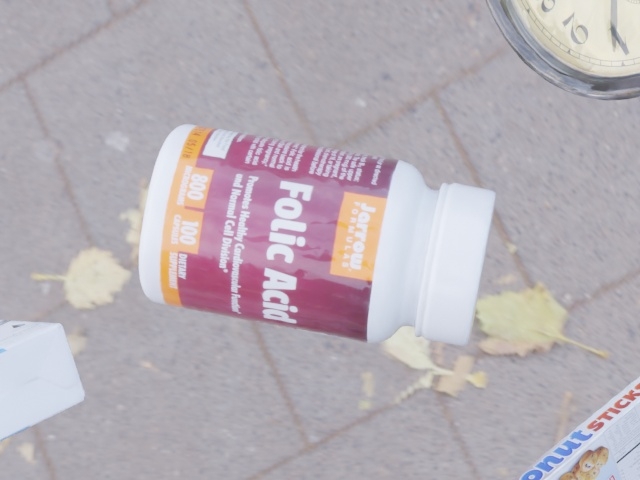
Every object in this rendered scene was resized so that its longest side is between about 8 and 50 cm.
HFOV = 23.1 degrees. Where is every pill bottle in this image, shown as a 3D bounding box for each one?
[{"bbox_3d":[0.000,0.000,1.863,0.392,0.224,0.224,10,84,7],"label":"pill bottle"}]

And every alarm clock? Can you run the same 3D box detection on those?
[{"bbox_3d":[0.134,-0.106,0.616,0.129,0.064,0.192,-41,68,45],"label":"alarm clock"}]

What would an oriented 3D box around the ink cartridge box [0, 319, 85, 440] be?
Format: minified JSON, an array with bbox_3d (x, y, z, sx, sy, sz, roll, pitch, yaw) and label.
[{"bbox_3d":[-0.262,0.103,1.128,0.180,0.104,0.060,-2,109,52],"label":"ink cartridge box"}]

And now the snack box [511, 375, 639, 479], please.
[{"bbox_3d":[0.145,0.151,0.904,0.178,0.064,0.022,-34,26,-25],"label":"snack box"}]
